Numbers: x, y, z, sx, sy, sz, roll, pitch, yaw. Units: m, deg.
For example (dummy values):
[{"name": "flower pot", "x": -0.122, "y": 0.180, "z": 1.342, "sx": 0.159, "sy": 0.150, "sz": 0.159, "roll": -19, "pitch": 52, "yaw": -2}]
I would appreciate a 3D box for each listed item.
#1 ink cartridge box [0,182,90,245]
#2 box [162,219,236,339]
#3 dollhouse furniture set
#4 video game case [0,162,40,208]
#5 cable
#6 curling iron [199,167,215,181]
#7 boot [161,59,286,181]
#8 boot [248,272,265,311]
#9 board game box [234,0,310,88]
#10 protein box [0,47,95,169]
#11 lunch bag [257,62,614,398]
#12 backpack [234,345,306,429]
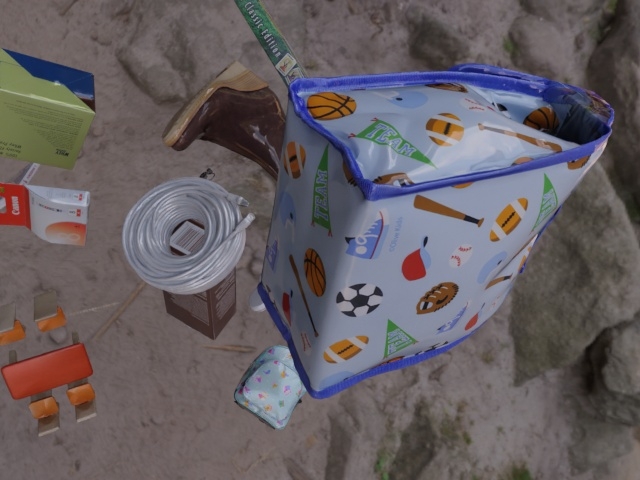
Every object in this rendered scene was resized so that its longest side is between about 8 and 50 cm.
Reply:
[{"name": "ink cartridge box", "x": -0.554, "y": -0.050, "z": 1.130, "sx": 0.179, "sy": 0.145, "sz": 0.045, "roll": 3, "pitch": 56, "yaw": -23}, {"name": "box", "x": -0.361, "y": 0.117, "z": 1.701, "sx": 0.191, "sy": 0.381, "sz": 0.143, "roll": 27, "pitch": 52, "yaw": 13}, {"name": "dollhouse furniture set", "x": -0.577, "y": 0.268, "z": 1.097, "sx": 0.259, "sy": 0.135, "sz": 0.262, "roll": -17, "pitch": 119, "yaw": -18}, {"name": "video game case", "x": -0.903, "y": -0.133, "z": 1.633, "sx": 0.201, "sy": 0.183, "sz": 0.023, "roll": -30, "pitch": 123, "yaw": 13}, {"name": "cable", "x": -0.289, "y": -0.013, "z": 1.228, "sx": 0.257, "sy": 0.089, "sz": 0.257, "roll": 31, "pitch": 79, "yaw": 18}, {"name": "curling iron", "x": -0.416, "y": -0.193, "z": 1.929, "sx": 0.035, "sy": 0.274, "sz": 0.068, "roll": 45, "pitch": 68, "yaw": -18}, {"name": "boot", "x": -0.121, "y": -0.167, "z": 0.934, "sx": 0.207, "sy": 0.090, "sz": 0.248, "roll": 48, "pitch": 44, "yaw": -18}, {"name": "boot", "x": -0.183, "y": 0.213, "z": 2.072, "sx": 0.258, "sy": 0.095, "sz": 0.123, "roll": -73, "pitch": 147, "yaw": -63}, {"name": "board game box", "x": -0.073, "y": -0.277, "z": 0.724, "sx": 0.030, "sy": 0.136, "sz": 0.260, "roll": -32, "pitch": 82, "yaw": 12}, {"name": "protein box", "x": -0.647, "y": -0.294, "z": 1.315, "sx": 0.199, "sy": 0.201, "sz": 0.136, "roll": 9, "pitch": 50, "yaw": -34}, {"name": "lunch bag", "x": 0.139, "y": -0.028, "z": 0.706, "sx": 0.385, "sy": 0.239, "sz": 0.328, "roll": -11, "pitch": 139, "yaw": -24}, {"name": "backpack", "x": -0.113, "y": 0.363, "z": 1.463, "sx": 0.166, "sy": 0.144, "sz": 0.188, "roll": 35, "pitch": 66, "yaw": 1}]
